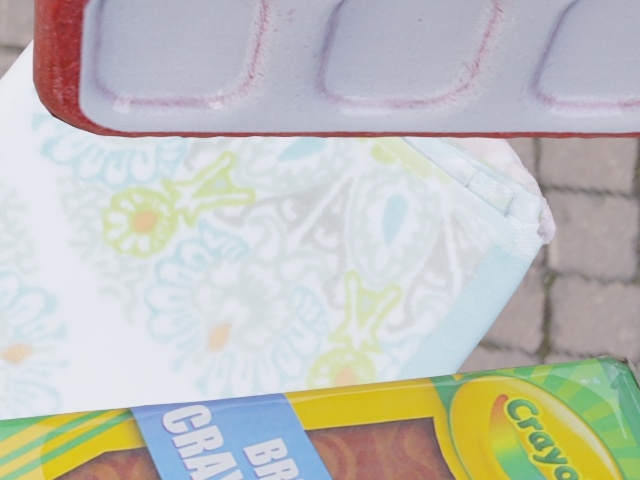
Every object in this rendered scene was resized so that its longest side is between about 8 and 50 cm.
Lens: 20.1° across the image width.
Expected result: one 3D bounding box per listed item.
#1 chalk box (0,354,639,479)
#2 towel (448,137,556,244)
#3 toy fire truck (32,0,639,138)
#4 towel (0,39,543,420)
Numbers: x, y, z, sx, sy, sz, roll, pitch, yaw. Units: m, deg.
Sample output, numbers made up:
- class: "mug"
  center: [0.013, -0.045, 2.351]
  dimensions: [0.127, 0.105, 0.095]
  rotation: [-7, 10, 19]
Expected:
- class: "chalk box"
  center: [0.017, 0.155, 0.454]
  dimensions: [0.289, 0.179, 0.180]
  rotation: [-6, 43, -12]
- class: "towel"
  center: [0.000, 0.000, 1.342]
  dimensions: [0.053, 0.317, 0.332]
  rotation: [41, 14, -33]
- class: "toy fire truck"
  center: [0.095, -0.103, 0.374]
  dimensions: [0.302, 0.254, 0.169]
  rotation: [-1, 62, -12]
- class: "towel"
  center: [-0.086, 0.038, 1.066]
  dimensions: [0.320, 0.090, 0.374]
  rotation: [37, 79, -2]
